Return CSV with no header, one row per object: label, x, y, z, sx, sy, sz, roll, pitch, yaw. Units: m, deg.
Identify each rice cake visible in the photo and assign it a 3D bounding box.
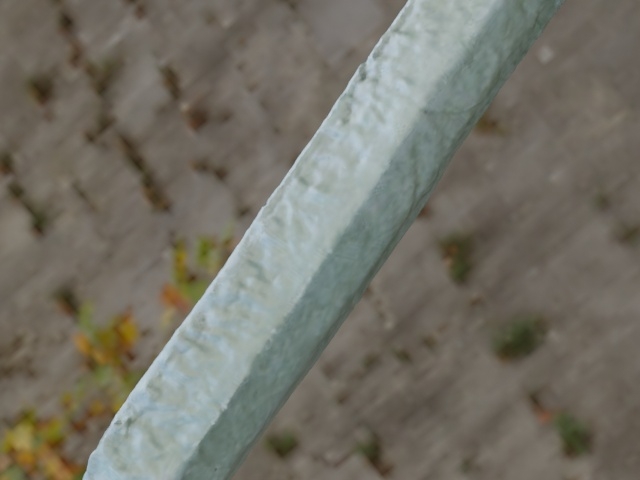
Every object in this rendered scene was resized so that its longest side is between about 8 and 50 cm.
rice cake,0.000,0.000,0.669,0.042,0.245,0.045,37,-175,24
